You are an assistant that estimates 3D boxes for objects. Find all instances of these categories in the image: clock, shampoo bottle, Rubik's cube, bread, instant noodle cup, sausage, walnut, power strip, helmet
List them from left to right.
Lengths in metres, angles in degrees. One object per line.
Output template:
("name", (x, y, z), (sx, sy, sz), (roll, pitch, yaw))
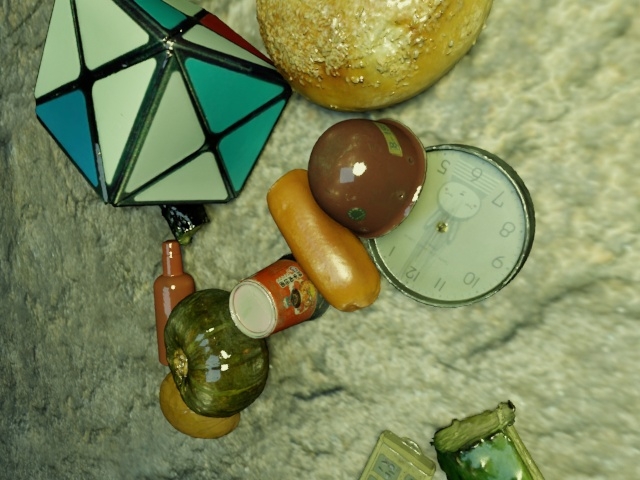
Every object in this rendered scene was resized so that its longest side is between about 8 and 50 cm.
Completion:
("Rubik's cube", (-0.236, -0.216, 0.622), (0.250, 0.248, 0.246), (44, 119, 19))
("shampoo bottle", (-0.287, 0.121, 0.810), (0.085, 0.085, 0.245), (2, 97, 31))
("walnut", (-0.261, 0.332, 0.826), (0.211, 0.087, 0.167), (-5, 100, 32))
("instant noodle cup", (-0.064, 0.086, 0.632), (0.127, 0.135, 0.127), (6, 102, 30))
("sausage", (0.000, 0.000, 0.606), (0.098, 0.098, 0.238), (-41, 75, 30))
("helmet", (0.039, -0.097, 0.518), (0.155, 0.106, 0.175), (-35, 49, 39))
("bread", (0.047, -0.305, 0.484), (0.305, 0.158, 0.306), (6, 100, 32))
("power strip", (0.093, 0.427, 0.653), (0.092, 0.034, 0.268), (28, 112, 24))
("clock", (0.159, -0.017, 0.532), (0.214, 0.042, 0.215), (6, 102, 31))

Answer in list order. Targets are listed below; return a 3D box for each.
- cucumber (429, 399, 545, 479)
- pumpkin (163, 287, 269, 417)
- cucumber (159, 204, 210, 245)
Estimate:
("cucumber", (0.263, 0.379, 0.505), (0.145, 0.105, 0.326), (-36, 82, 30))
("pumpkin", (-0.179, 0.192, 0.711), (0.223, 0.157, 0.224), (14, 110, 43))
("cucumber", (-0.309, -0.134, 0.783), (0.081, 0.072, 0.304), (-40, 77, 31))
